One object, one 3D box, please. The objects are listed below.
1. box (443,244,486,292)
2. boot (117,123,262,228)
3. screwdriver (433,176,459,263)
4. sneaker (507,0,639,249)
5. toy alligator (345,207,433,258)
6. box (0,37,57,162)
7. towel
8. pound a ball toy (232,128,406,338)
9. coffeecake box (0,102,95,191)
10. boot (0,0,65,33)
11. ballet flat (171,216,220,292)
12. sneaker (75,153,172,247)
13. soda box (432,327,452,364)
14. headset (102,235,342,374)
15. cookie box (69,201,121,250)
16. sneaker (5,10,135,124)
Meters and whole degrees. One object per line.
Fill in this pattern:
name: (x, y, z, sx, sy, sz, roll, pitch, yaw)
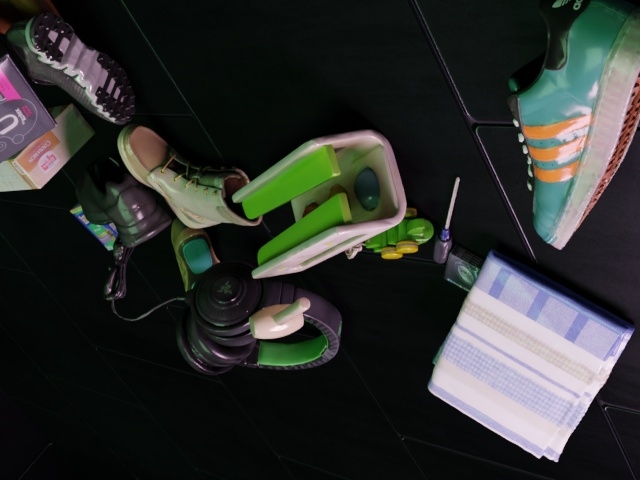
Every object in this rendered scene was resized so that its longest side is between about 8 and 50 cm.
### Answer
box: (0.207, 0.048, 1.433, 0.083, 0.018, 0.067, 30, 151, 15)
boot: (-0.195, -0.098, 1.635, 0.165, 0.077, 0.213, 2, 141, 49)
screwdriver: (0.159, -0.026, 1.380, 0.025, 0.024, 0.170, 3, 143, 5)
sneaker: (0.241, -0.120, 1.063, 0.121, 0.108, 0.302, 29, 143, 19)
toy alligator: (0.101, -0.003, 1.456, 0.051, 0.056, 0.189, 5, 166, -27)
box: (-0.533, -0.257, 1.614, 0.270, 0.143, 0.165, 50, 171, 34)
towel: (0.268, 0.157, 1.429, 0.209, 0.034, 0.285, 29, 134, 13)
pound a ball toy: (0.000, 0.000, 1.449, 0.319, 0.135, 0.208, -30, 73, 60)
coffeecake box: (-0.488, -0.154, 1.827, 0.185, 0.142, 0.068, 0, 134, 49)
boot: (-0.410, -0.358, 1.494, 0.264, 0.096, 0.280, 15, 149, 24)
ballet flat: (-0.211, 0.040, 1.885, 0.073, 0.080, 0.232, 55, 161, 35)
sneaker: (-0.338, -0.088, 1.770, 0.286, 0.109, 0.130, 21, 143, 56)
soda box: (0.254, 0.191, 1.540, 0.183, 0.063, 0.058, 33, 148, 10)
headset: (-0.157, 0.102, 1.779, 0.394, 0.185, 0.243, 13, 149, -12)
cookie box: (-0.402, -0.036, 2.010, 0.107, 0.040, 0.092, 49, 151, -17)
sneaker: (-0.364, -0.248, 1.571, 0.106, 0.078, 0.234, 5, 156, 35)
